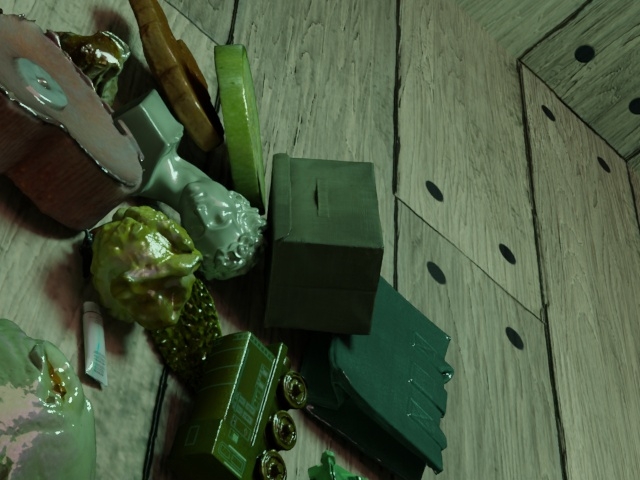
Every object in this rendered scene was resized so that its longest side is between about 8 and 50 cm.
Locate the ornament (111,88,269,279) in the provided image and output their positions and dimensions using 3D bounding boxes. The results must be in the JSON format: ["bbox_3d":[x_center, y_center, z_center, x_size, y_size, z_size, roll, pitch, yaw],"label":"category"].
[{"bbox_3d":[-0.184,-0.070,2.069,0.285,0.120,0.130,52,26,5],"label":"ornament"}]

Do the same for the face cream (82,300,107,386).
[{"bbox_3d":[-0.265,0.120,1.810,0.038,0.020,0.115,39,27,-41],"label":"face cream"}]

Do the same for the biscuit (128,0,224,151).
[{"bbox_3d":[-0.208,-0.237,2.225,0.202,0.047,0.334,57,5,-37],"label":"biscuit"}]

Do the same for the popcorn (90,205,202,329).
[{"bbox_3d":[-0.214,0.032,1.856,0.125,0.145,0.126,-1,18,-35],"label":"popcorn"}]

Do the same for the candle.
[{"bbox_3d":[-0.373,-0.167,1.900,0.317,0.131,0.287,40,21,-42],"label":"candle"}]

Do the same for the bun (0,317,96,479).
[{"bbox_3d":[-0.313,0.183,1.478,0.293,0.187,0.293,37,32,-28],"label":"bun"}]

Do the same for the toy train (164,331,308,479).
[{"bbox_3d":[-0.094,0.210,1.841,0.137,0.090,0.225,48,40,-33],"label":"toy train"}]

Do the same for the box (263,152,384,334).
[{"bbox_3d":[0.000,0.000,2.138,0.149,0.155,0.231,4,32,-5],"label":"box"}]

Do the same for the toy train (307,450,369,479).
[{"bbox_3d":[0.037,0.332,1.950,0.149,0.081,0.099,29,33,-36],"label":"toy train"}]

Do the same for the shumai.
[{"bbox_3d":[-0.314,-0.237,2.078,0.145,0.116,0.145,38,28,-24],"label":"shumai"}]

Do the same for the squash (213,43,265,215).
[{"bbox_3d":[-0.112,-0.157,2.210,0.252,0.048,0.252,172,-90,-89],"label":"squash"}]

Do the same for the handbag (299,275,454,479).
[{"bbox_3d":[0.086,0.184,2.205,0.238,0.089,0.326,41,27,-17],"label":"handbag"}]

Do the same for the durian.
[{"bbox_3d":[-0.169,0.108,1.947,0.100,0.086,0.215,73,-3,-63],"label":"durian"}]

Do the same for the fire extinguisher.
[{"bbox_3d":[-0.256,0.000,1.950,0.177,0.050,0.062,-33,116,-62],"label":"fire extinguisher"}]
